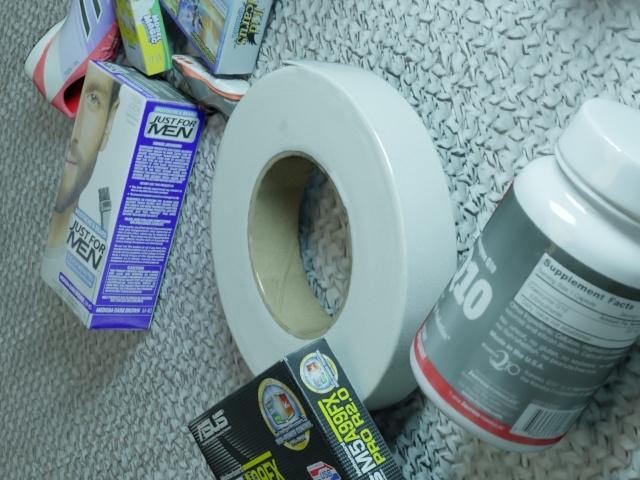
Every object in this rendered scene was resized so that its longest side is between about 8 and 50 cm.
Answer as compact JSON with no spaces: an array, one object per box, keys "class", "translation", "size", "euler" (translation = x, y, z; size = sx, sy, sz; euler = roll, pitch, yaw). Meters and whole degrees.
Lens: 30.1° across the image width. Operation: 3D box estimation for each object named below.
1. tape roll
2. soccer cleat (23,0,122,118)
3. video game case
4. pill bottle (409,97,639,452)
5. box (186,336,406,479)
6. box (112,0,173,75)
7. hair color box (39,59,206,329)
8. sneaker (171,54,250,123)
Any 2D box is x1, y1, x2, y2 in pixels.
[{"class":"tape roll","translation":[0.000,0.000,1.302],"size":[0.392,0.072,0.391],"euler":[12,105,55]},{"class":"soccer cleat","translation":[-0.330,-0.317,1.766],"size":[0.116,0.109,0.318],"euler":[52,126,12]},{"class":"video game case","translation":[-0.138,-0.386,1.519],"size":[0.269,0.061,0.244],"euler":[54,137,38]},{"class":"pill bottle","translation":[0.208,0.030,1.016],"size":[0.161,0.161,0.283],"euler":[54,127,38]},{"class":"box","translation":[-0.024,0.247,1.284],"size":[0.216,0.060,0.270],"euler":[60,144,6]},{"class":"box","translation":[-0.255,-0.326,1.636],"size":[0.105,0.043,0.179],"euler":[36,143,58]},{"class":"hair color box","translation":[-0.283,-0.063,1.673],"size":[0.185,0.110,0.338],"euler":[35,113,47]},{"class":"sneaker","translation":[-0.152,-0.198,1.558],"size":[0.158,0.061,0.064],"euler":[39,124,46]}]
